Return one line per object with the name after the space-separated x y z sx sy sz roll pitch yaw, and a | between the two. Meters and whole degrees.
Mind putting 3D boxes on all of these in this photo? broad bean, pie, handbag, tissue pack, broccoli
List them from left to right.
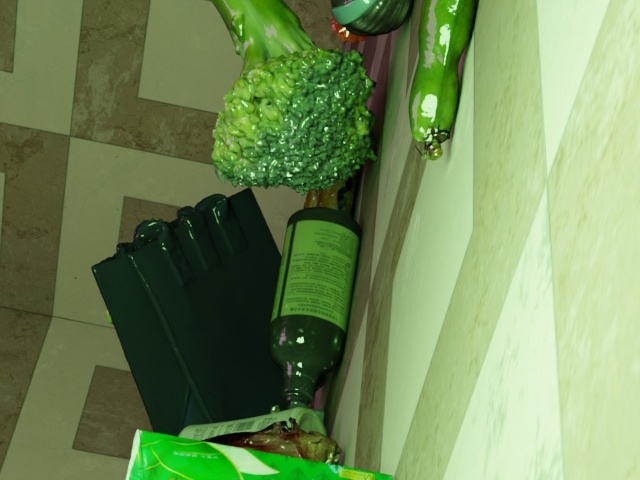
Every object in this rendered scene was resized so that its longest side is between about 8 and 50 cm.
-0.149 0.107 2.065 0.303 0.122 0.329 -35 -75 -56 | handbag
-0.058 0.260 1.165 0.156 0.209 0.148 -86 8 -62 | tissue pack
-0.066 -0.245 2.026 0.353 0.275 0.397 17 123 49 | broccoli
0.000 0.000 2.373 0.371 0.078 0.296 115 165 -73 | pie
0.108 -0.193 1.283 0.065 0.046 0.254 -164 83 -80 | broad bean

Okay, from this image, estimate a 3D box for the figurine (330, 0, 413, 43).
0.082 -0.376 1.968 0.138 0.110 0.245 126 159 -88 | figurine

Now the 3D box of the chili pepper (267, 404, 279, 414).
-0.085 0.389 1.918 0.134 0.131 0.338 -27 34 31 | chili pepper

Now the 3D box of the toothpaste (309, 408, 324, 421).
-0.024 0.325 2.009 0.056 0.036 0.205 171 107 -85 | toothpaste

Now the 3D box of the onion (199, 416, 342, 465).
-0.096 0.336 1.674 0.281 0.221 0.281 -50 -17 -21 | onion

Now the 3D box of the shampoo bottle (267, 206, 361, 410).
-0.013 0.098 1.981 0.101 0.101 0.284 106 174 -61 | shampoo bottle

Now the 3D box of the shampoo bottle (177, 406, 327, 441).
-0.108 0.275 1.864 0.087 0.234 0.118 32 -127 -50 | shampoo bottle
